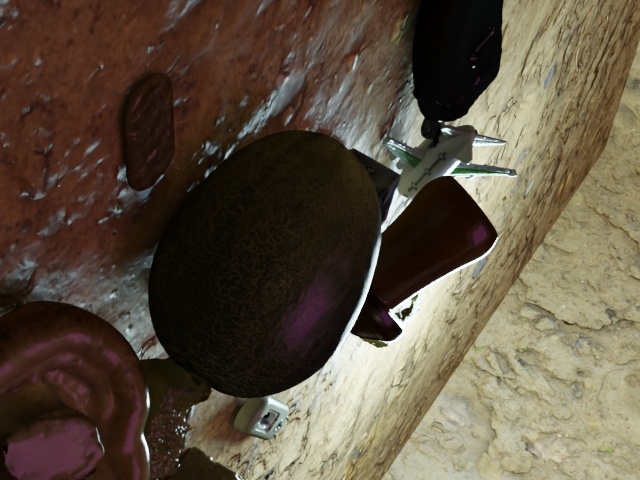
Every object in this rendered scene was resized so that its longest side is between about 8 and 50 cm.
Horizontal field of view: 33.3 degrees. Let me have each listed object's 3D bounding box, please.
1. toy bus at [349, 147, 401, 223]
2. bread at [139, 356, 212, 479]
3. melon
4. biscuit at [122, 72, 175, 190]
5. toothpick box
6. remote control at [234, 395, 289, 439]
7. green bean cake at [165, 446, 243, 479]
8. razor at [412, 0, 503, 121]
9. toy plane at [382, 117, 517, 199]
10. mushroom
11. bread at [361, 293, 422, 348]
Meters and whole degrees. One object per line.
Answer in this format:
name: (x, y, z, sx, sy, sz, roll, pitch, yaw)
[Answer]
toy bus: (0.000, 0.000, 1.580, 0.297, 0.106, 0.131, -50, 163, -32)
bread: (-0.214, 0.209, 1.313, 0.086, 0.125, 0.156, -5, 122, -58)
melon: (-0.060, 0.025, 1.244, 0.329, 0.249, 0.248, -62, 163, -15)
biscuit: (-0.174, -0.109, 1.089, 0.071, 0.018, 0.147, -48, 159, -35)
toothpick box: (0.136, 0.032, 1.760, 0.294, 0.192, 0.192, -39, 161, 2)
remote control: (-0.100, 0.312, 1.886, 0.078, 0.042, 0.221, -55, 163, -7)
green bean cake: (-0.207, 0.428, 1.683, 0.179, 0.109, 0.085, -50, 160, -24)
razor: (0.217, -0.331, 1.625, 0.189, 0.107, 0.327, -51, 161, -24)
toy plane: (0.201, -0.141, 1.831, 0.255, 0.251, 0.101, 144, -46, -60)
mushroom: (-0.275, 0.194, 1.025, 0.278, 0.146, 0.278, -6, 99, -39)
bread: (0.130, 0.125, 2.137, 0.156, 0.103, 0.110, -58, 151, -21)
